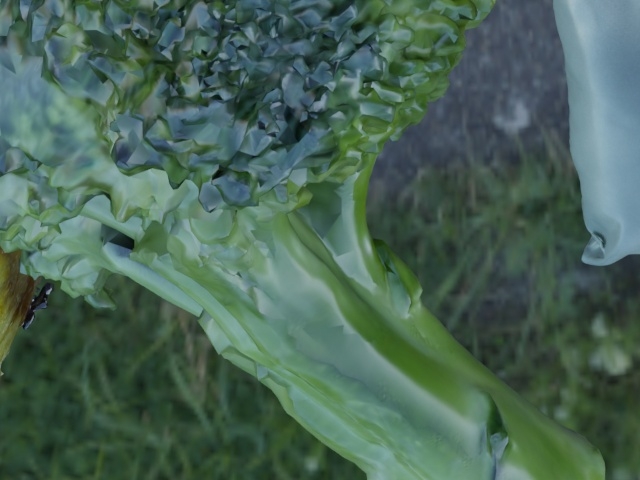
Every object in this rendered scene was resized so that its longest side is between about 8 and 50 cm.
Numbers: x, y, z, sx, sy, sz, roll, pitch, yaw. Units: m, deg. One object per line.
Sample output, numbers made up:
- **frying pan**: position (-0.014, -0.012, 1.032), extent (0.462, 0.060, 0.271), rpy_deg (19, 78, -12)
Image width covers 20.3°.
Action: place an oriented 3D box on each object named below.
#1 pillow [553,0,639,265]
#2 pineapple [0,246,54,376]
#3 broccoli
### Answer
- **pillow**: position (0.219, -0.060, 0.690), extent (0.254, 0.078, 0.144), rpy_deg (-1, 104, 12)
- **pineapple**: position (-0.280, -0.056, 1.140), extent (0.209, 0.344, 0.286), rpy_deg (17, 167, 6)
- **broccoli**: position (-0.005, -0.008, 0.849), extent (0.275, 0.353, 0.397), rpy_deg (-45, 77, -4)
